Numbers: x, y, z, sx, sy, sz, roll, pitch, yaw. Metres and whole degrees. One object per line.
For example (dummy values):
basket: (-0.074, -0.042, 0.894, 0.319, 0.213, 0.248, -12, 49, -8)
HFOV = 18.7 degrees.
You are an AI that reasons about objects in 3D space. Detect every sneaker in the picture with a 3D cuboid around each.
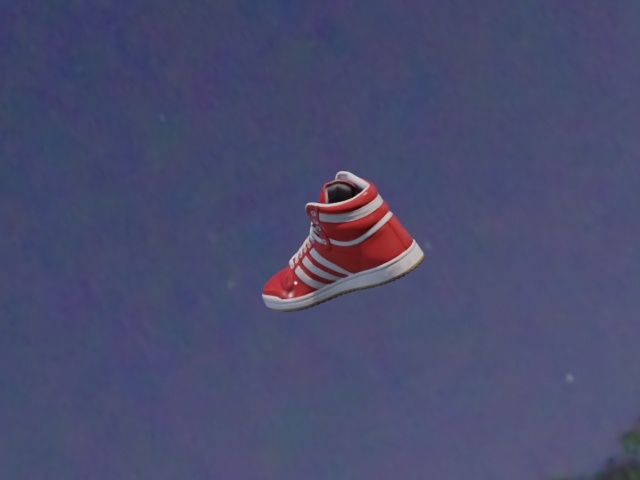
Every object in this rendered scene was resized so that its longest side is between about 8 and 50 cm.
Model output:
sneaker: (0.000, 0.000, 1.143, 0.118, 0.042, 0.067, -19, -70, 40)
